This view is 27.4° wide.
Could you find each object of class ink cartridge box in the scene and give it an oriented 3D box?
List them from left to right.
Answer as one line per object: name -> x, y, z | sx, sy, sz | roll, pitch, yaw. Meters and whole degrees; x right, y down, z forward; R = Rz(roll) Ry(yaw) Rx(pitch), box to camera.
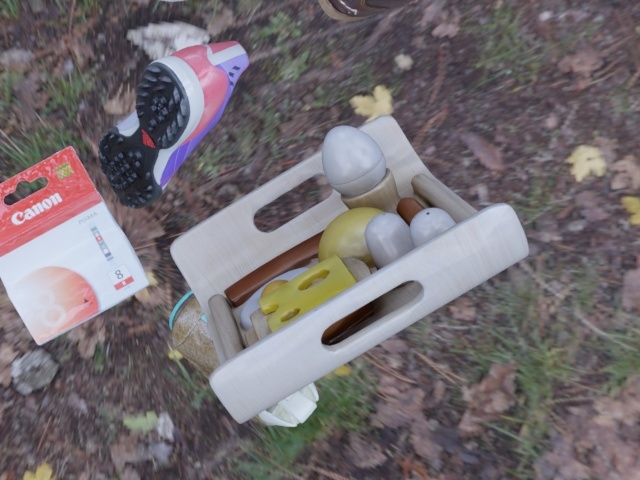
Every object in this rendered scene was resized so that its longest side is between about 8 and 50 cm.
ink cartridge box -> -0.296, 0.006, 1.473 | 0.145, 0.045, 0.179 | -29, 104, -4

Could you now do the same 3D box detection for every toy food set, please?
toy food set -> 0.000, 0.000, 0.953 | 0.219, 0.306, 0.092 | -31, 108, -1

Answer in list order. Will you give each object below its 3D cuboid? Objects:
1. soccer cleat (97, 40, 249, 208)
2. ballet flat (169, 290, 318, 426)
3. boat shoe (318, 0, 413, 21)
soccer cleat -> -0.180, -0.135, 1.588 | 0.116, 0.318, 0.109 | -31, 82, -32
ballet flat -> -0.070, 0.166, 1.630 | 0.124, 0.342, 0.116 | 32, 77, 30
boat shoe -> 0.092, -0.253, 1.170 | 0.207, 0.073, 0.073 | -35, 93, -32
